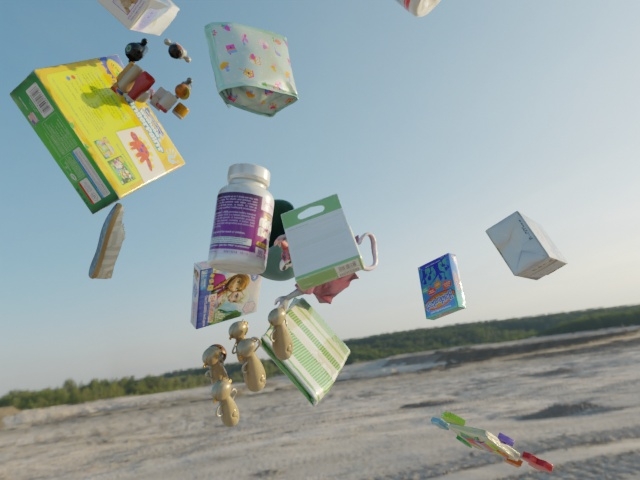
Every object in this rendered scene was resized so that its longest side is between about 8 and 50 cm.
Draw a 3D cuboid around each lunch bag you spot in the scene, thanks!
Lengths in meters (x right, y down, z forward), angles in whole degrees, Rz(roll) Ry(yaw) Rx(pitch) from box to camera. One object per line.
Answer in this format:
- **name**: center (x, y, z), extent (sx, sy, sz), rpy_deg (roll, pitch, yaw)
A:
- **lunch bag**: center (-0.216, -0.503, 1.511), extent (0.262, 0.223, 0.160), rpy_deg (-2, -15, -46)

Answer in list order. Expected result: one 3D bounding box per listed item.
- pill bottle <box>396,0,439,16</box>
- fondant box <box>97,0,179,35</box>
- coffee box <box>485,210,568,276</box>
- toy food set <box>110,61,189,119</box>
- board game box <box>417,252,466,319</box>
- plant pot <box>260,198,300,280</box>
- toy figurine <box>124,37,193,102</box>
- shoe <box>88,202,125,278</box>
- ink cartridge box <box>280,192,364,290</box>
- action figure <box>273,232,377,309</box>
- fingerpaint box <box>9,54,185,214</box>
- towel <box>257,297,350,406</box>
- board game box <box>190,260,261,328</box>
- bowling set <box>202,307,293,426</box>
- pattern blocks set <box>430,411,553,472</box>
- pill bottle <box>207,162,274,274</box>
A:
- **pill bottle**: center (0.220, -0.814, 1.488), extent (0.176, 0.318, 0.176), rpy_deg (-43, -11, -10)
- **fondant box**: center (-0.515, -0.639, 1.209), extent (0.096, 0.330, 0.238), rpy_deg (-47, 13, 14)
- **coffee box**: center (0.544, 0.020, 1.350), extent (0.098, 0.141, 0.247), rpy_deg (-37, -26, 26)
- **toy food set**: center (-0.512, -0.424, 1.519), extent (0.104, 0.232, 0.111), rpy_deg (-50, 2, -2)
- **board game box**: center (0.445, 0.172, 1.907), extent (0.047, 0.210, 0.160), rpy_deg (13, -32, -34)
- **plant pot**: center (-0.176, 0.021, 2.038), extent (0.293, 0.292, 0.235), rpy_deg (-14, -46, 23)
- **toy figurine**: center (-0.546, -0.576, 1.756), extent (0.210, 0.212, 0.148), rpy_deg (-3, 21, -7)
- **shoe**: center (-0.566, 0.004, 1.398), extent (0.058, 0.218, 0.077), rpy_deg (18, 7, -33)
- **ink cartridge box**: center (0.000, 0.000, 1.329), extent (0.171, 0.235, 0.056), rpy_deg (-20, -43, 4)
- **action figure**: center (0.002, 0.074, 1.508), extent (0.276, 0.247, 0.370), rpy_deg (-15, -19, 18)
- **fingerpaint box**: center (-0.730, -0.367, 1.745), extent (0.163, 0.444, 0.371), rpy_deg (-22, 16, 30)
- **towel**: center (-0.039, 0.305, 1.484), extent (0.038, 0.248, 0.325), rpy_deg (-42, -1, 21)
- **board game box**: center (-0.415, 0.217, 2.304), extent (0.318, 0.318, 0.066), rpy_deg (-13, 36, -36)
- **bowling set**: center (-0.214, 0.271, 1.213), extent (0.200, 0.154, 0.287), rpy_deg (11, 38, 26)
- **pattern blocks set**: center (0.468, 0.578, 1.481), extent (0.286, 0.026, 0.325), rpy_deg (33, -21, -2)
- **pill bottle**: center (-0.223, -0.062, 1.492), extent (0.170, 0.301, 0.169), rpy_deg (5, -13, 1)
